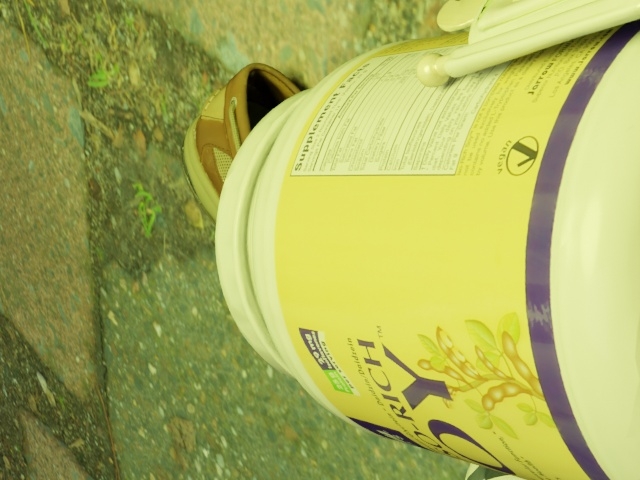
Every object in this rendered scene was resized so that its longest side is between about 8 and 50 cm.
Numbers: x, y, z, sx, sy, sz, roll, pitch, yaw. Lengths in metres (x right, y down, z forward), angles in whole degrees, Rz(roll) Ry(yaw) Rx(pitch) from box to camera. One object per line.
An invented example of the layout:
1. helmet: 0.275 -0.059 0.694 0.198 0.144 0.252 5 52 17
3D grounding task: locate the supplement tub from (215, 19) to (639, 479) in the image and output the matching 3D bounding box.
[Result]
1. supplement tub: 0.111 0.004 0.606 0.331 0.241 0.241 4 112 55

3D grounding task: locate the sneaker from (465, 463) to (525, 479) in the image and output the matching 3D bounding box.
1. sneaker: 0.172 0.179 0.754 0.153 0.094 0.235 -167 69 -64

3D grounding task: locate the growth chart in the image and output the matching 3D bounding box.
1. growth chart: 0.145 -0.164 0.501 0.021 0.237 0.172 44 159 -23

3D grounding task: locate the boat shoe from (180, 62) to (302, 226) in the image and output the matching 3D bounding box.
1. boat shoe: 0.000 0.000 0.872 0.324 0.122 0.120 54 141 17
